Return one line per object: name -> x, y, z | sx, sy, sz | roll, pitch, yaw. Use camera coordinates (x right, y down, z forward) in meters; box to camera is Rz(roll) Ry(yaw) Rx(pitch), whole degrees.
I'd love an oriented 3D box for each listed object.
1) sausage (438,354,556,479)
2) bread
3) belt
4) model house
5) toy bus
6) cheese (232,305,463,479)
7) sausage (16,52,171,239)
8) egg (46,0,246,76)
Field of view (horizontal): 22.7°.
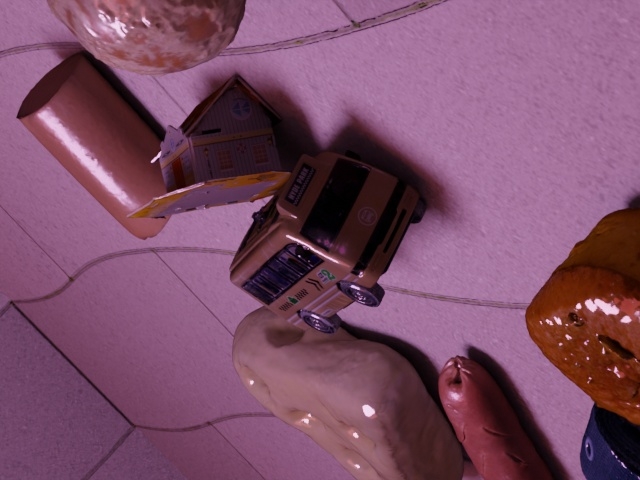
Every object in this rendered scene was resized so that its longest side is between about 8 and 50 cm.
sausage -> 0.257, 0.303, 2.095 | 0.088, 0.088, 0.433 | 16, 148, 48
bread -> 0.324, 0.086, 1.476 | 0.268, 0.145, 0.268 | 33, 161, 13
belt -> 0.379, 0.261, 1.736 | 0.218, 0.122, 0.128 | 37, 148, 22
model house -> -0.127, -0.116, 1.870 | 0.219, 0.207, 0.135 | 151, 108, -68
toy bus -> 0.000, 0.000, 1.827 | 0.157, 0.139, 0.289 | 30, 161, -8
cheese -> 0.045, 0.253, 2.288 | 0.351, 0.129, 0.328 | 18, 148, 45
sausage -> -0.278, -0.119, 2.128 | 0.253, 0.123, 0.123 | 47, 158, -20
egg -> -0.167, -0.265, 1.550 | 0.203, 0.203, 0.245 | 28, 162, 31
